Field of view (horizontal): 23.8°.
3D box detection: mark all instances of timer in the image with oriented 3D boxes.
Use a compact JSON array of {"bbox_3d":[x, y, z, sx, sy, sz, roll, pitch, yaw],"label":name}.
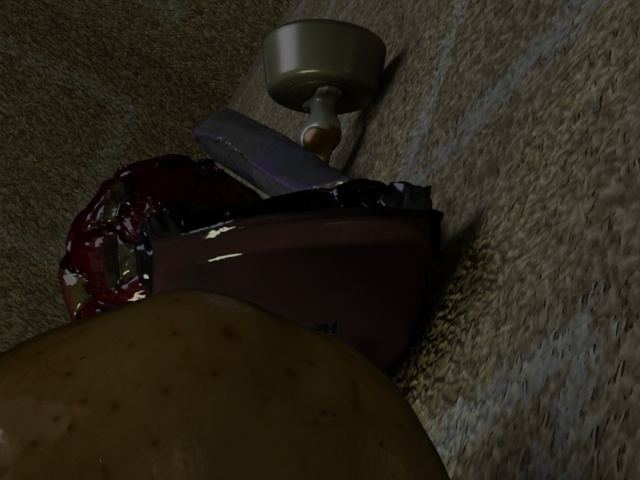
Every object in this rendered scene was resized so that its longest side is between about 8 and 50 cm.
[{"bbox_3d":[-0.001,-0.150,2.086,0.175,0.175,0.266,138,138,-64],"label":"timer"}]

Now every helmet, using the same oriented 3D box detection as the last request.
[{"bbox_3d":[-0.027,0.052,1.358,0.338,0.271,0.197,-150,56,-77],"label":"helmet"}]

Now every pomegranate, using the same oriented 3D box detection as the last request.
[{"bbox_3d":[-0.079,0.216,0.857,0.410,0.410,0.410,-60,10,19],"label":"pomegranate"}]

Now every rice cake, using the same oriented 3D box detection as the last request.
[{"bbox_3d":[-0.068,-0.101,2.014,0.070,0.064,0.399,-30,29,-15],"label":"rice cake"}]

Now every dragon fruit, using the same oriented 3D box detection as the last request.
[{"bbox_3d":[-0.197,0.040,2.058,0.329,0.329,0.329,-60,10,19],"label":"dragon fruit"}]

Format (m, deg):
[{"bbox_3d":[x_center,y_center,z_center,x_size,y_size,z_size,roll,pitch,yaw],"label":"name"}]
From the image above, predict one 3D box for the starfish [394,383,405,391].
[{"bbox_3d":[-0.008,0.208,1.384,0.138,0.050,0.247,-66,13,-23],"label":"starfish"}]
